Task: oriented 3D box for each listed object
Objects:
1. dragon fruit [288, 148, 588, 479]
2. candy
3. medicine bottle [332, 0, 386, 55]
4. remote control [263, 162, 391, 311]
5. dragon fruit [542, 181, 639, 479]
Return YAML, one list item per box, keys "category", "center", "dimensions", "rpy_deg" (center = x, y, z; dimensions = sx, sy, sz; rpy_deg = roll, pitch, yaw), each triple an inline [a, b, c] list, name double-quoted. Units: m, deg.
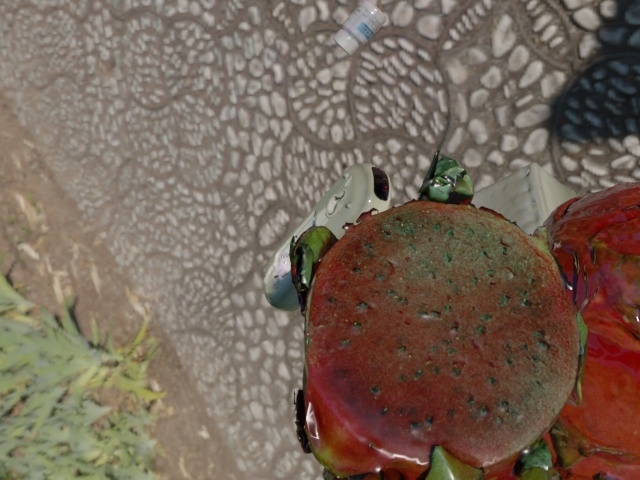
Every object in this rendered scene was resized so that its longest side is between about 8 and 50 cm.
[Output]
- category: "dragon fruit"
  center: [0.036, 0.064, 0.365]
  dimensions: [0.138, 0.142, 0.175]
  rpy_deg: [28, 125, 23]
- category: "candy"
  center: [0.296, 0.086, 1.243]
  dimensions: [0.208, 0.145, 0.359]
  rpy_deg: [-31, 52, 35]
- category: "medicine bottle"
  center: [0.066, -0.361, 1.454]
  dimensions: [0.089, 0.052, 0.052]
  rpy_deg: [-46, 66, 9]
- category: "remote control"
  center: [0.000, 0.000, 0.894]
  dimensions: [0.221, 0.042, 0.078]
  rpy_deg: [-48, 33, 43]
- category: "dragon fruit"
  center: [0.279, 0.090, 0.720]
  dimensions: [0.277, 0.277, 0.342]
  rpy_deg: [53, 136, 19]
